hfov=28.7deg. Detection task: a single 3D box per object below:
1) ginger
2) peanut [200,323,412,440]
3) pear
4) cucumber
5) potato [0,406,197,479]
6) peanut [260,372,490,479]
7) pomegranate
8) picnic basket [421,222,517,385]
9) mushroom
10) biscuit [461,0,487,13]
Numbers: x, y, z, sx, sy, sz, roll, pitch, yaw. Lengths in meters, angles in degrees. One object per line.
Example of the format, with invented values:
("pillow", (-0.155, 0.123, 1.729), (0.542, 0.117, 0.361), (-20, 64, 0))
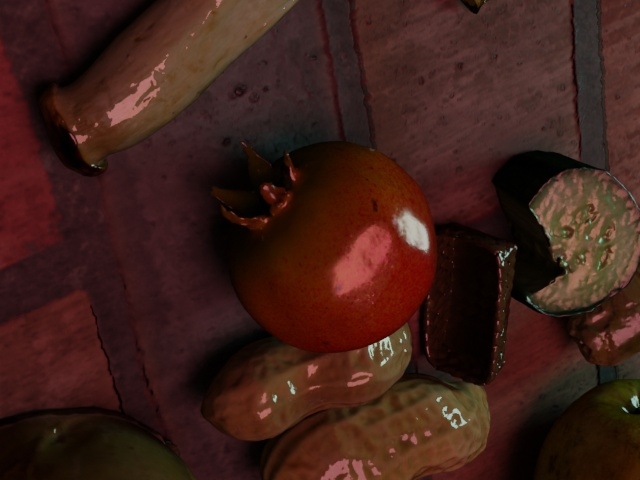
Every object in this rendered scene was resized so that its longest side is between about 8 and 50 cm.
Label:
("ginger", (0.437, 0.063, 1.680), (0.263, 0.116, 0.109), (-50, 171, -10))
("peanut", (-0.006, 0.151, 1.399), (0.274, 0.125, 0.111), (-21, 115, -27))
("pear", (0.429, 0.337, 1.697), (0.304, 0.304, 0.304), (-15, 120, -28))
("cucumber", (0.297, -0.014, 1.532), (0.191, 0.130, 0.191), (-12, 114, -29))
("potato", (-0.243, 0.432, 1.259), (0.385, 0.319, 0.442), (0, 114, -33))
("peanut", (0.079, 0.243, 1.496), (0.325, 0.140, 0.153), (-10, 104, -32))
("pomegranate", (0.000, 0.000, 1.282), (0.256, 0.221, 0.221), (33, 92, -33))
("picnic basket", (0.181, 0.075, 1.509), (0.055, 0.110, 0.193), (-26, 127, -47))
("mushroom", (-0.133, -0.184, 1.181), (0.312, 0.081, 0.100), (-43, 135, -12))
("biscuit", (0.260, -0.363, 1.398), (0.292, 0.026, 0.048), (-44, 125, -9))
